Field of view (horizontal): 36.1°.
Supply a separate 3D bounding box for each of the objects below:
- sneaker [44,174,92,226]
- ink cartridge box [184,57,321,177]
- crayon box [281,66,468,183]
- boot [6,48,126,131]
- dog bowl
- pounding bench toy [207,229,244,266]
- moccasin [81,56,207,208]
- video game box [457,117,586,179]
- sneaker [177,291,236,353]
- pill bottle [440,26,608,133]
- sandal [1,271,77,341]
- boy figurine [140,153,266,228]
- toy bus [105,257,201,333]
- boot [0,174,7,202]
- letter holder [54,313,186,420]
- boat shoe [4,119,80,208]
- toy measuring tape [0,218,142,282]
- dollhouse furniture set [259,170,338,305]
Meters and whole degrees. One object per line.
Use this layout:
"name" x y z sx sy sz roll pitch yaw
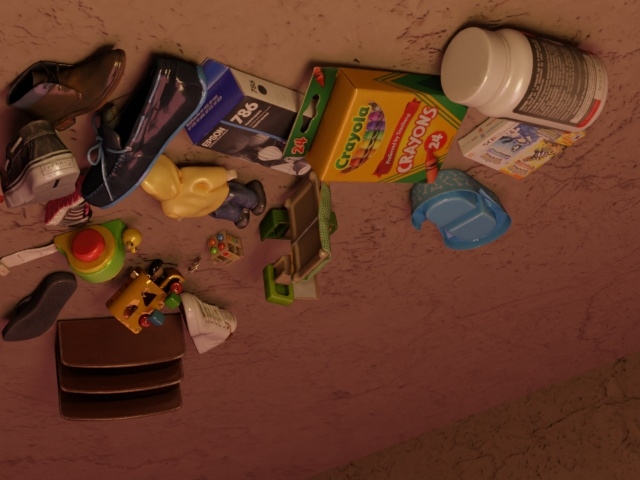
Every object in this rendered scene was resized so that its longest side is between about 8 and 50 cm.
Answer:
"sneaker" -0.471 -0.073 1.916 0.075 0.063 0.170 14 145 -39
"ink cartridge box" -0.115 -0.218 1.819 0.332 0.065 0.165 15 140 -38
"crayon box" 0.106 -0.209 1.823 0.318 0.081 0.202 -1 130 -31
"boot" -0.418 -0.256 1.611 0.219 0.082 0.106 -32 148 32
"dog bowl" 0.313 -0.071 2.230 0.166 0.074 0.297 -31 145 26
"pounding bench toy" -0.225 0.023 2.185 0.083 0.052 0.065 -29 146 25
"moccasin" -0.336 -0.200 1.720 0.117 0.138 0.342 21 121 -39
"video game box" 0.424 -0.216 2.061 0.205 0.048 0.187 16 141 -40
"sneaker" -0.275 0.184 2.404 0.123 0.106 0.290 -21 158 -6
"pill bottle" 0.372 -0.295 1.792 0.283 0.161 0.161 7 144 -32
"sandal" -0.638 0.148 2.238 0.254 0.054 0.097 -43 147 25
"boy figurine" -0.250 -0.095 1.941 0.285 0.092 0.177 15 139 -39
"toy bus" -0.389 0.106 2.200 0.191 0.202 0.104 -30 116 38
"boot" -0.627 -0.073 1.857 0.084 0.059 0.158 -12 149 -13
"letter holder" -0.487 0.314 2.403 0.301 0.214 0.152 -2 148 -19
"boat shoe" -0.495 -0.136 1.733 0.121 0.119 0.335 -18 179 -28
"toy measuring tape" -0.525 0.048 2.044 0.330 0.121 0.121 -17 150 6
"dollhouse furniture set" 0.000 0.000 2.053 0.151 0.198 0.301 4 155 -25
